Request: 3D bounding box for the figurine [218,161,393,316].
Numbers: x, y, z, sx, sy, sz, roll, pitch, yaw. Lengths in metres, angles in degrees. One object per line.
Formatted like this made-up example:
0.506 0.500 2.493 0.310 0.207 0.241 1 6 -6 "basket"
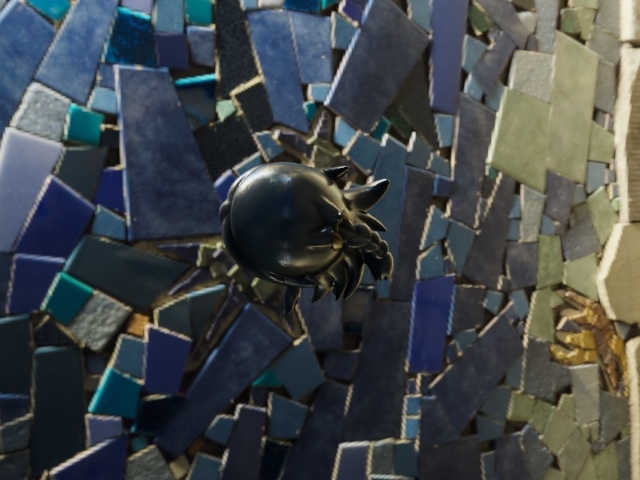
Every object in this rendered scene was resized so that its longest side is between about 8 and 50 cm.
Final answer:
-0.008 -0.012 0.925 0.197 0.264 0.175 -41 53 47 "figurine"
